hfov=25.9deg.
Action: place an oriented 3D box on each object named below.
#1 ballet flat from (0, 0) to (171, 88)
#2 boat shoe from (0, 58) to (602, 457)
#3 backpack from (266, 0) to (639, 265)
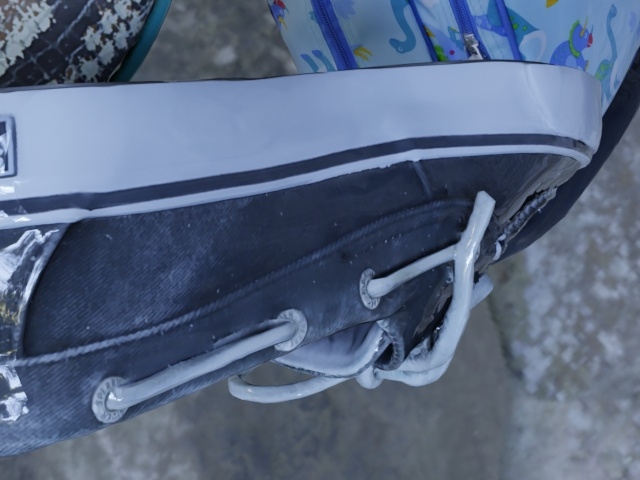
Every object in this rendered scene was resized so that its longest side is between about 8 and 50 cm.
[{"bbox_3d":[-0.258,0.006,0.492,0.182,0.482,0.164,15,46,-49],"label":"ballet flat"},{"bbox_3d":[0.003,0.000,0.445,0.306,0.113,0.105,-12,96,-57],"label":"boat shoe"},{"bbox_3d":[0.091,-0.187,0.910,0.355,0.273,0.290,52,58,-26],"label":"backpack"}]
